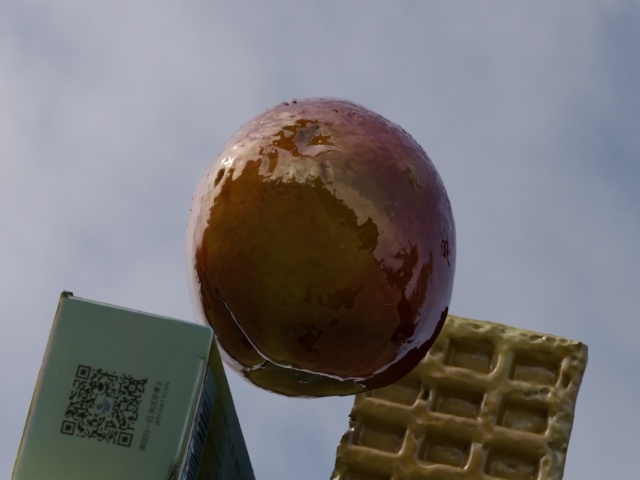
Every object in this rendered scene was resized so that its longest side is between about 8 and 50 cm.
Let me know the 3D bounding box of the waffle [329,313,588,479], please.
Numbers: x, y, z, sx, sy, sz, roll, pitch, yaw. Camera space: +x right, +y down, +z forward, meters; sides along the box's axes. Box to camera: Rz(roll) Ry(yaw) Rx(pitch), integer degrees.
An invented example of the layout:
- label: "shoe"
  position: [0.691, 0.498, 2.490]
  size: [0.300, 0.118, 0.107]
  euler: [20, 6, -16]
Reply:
- label: "waffle"
  position: [0.137, 0.191, 1.588]
  size: [0.221, 0.247, 0.055]
  euler: [12, -28, 11]

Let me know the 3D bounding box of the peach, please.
- label: "peach"
  position: [0.000, 0.000, 1.387]
  size: [0.238, 0.281, 0.281]
  euler: [-13, -56, 40]

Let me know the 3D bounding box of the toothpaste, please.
- label: "toothpaste"
  position: [-0.072, 0.111, 0.734]
  size: [0.071, 0.089, 0.313]
  euler: [10, -18, 5]
